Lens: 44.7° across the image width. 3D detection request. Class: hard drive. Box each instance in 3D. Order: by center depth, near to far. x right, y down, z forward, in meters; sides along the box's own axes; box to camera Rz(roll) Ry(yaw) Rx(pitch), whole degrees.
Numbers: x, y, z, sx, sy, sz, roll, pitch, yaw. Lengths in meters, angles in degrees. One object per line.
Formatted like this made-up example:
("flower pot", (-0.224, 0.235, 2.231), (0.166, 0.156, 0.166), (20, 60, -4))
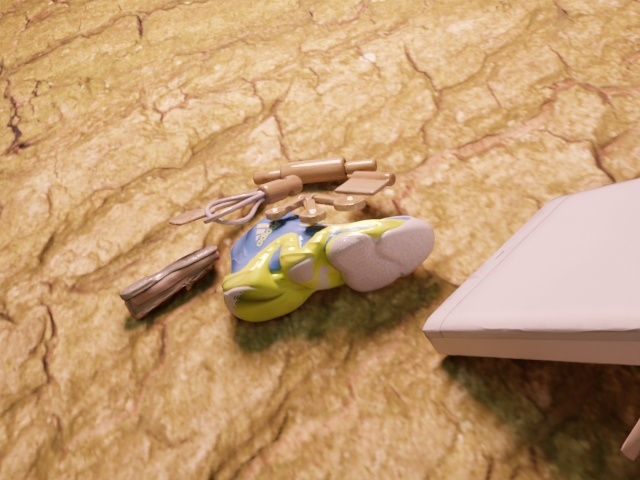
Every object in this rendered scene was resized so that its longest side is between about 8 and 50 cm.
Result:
("hard drive", (0.261, 0.015, 0.663), (0.233, 0.047, 0.353), (-40, 10, -22))

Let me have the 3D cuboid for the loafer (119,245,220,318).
("loafer", (-0.172, 0.048, 0.914), (0.125, 0.039, 0.045), (-28, 13, -15))

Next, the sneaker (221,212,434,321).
("sneaker", (0.000, 0.000, 0.869), (0.240, 0.091, 0.126), (-17, 45, 1))

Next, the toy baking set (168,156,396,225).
("toy baking set", (-0.043, -0.060, 0.927), (0.256, 0.030, 0.197), (-3, 19, 18))

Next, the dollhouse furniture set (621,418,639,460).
("dollhouse furniture set", (0.327, 0.084, 0.525), (0.355, 0.174, 0.303), (-10, 39, -40))
